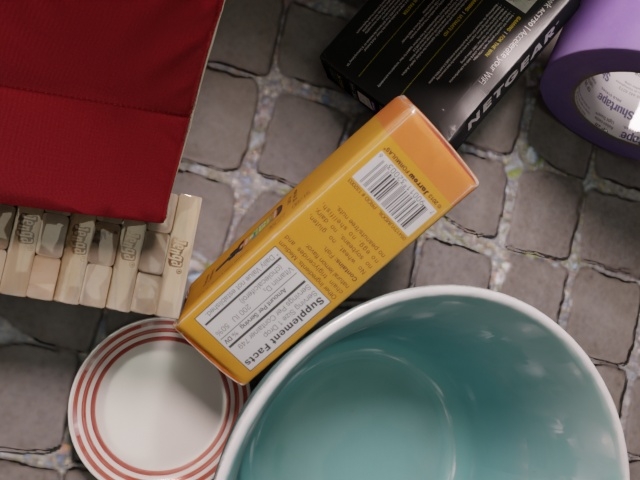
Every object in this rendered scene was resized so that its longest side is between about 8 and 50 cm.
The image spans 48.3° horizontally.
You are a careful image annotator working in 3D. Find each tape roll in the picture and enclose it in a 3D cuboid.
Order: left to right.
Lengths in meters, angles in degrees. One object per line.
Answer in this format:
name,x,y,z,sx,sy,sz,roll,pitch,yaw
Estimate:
tape roll,0.293,-0.141,0.613,0.189,0.189,0.080,28,81,-14

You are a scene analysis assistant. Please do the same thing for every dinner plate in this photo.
dinner plate,-0.125,0.131,0.564,0.141,0.017,0.141,0,89,-17

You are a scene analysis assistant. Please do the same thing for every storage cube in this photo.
storage cube,-0.173,-0.148,0.435,0.193,0.184,0.215,8,45,-19

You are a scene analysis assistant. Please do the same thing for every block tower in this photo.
block tower,-0.259,-0.015,0.492,0.335,0.097,0.091,11,85,-14

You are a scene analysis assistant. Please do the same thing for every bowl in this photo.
bowl,0.052,0.182,0.534,0.311,0.163,0.312,0,92,-19

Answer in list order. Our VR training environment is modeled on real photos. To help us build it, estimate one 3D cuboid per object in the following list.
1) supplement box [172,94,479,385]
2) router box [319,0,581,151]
supplement box,0.000,0.000,0.532,0.233,0.078,0.080,-39,104,12
router box,0.107,-0.173,0.590,0.133,0.046,0.179,41,88,16
